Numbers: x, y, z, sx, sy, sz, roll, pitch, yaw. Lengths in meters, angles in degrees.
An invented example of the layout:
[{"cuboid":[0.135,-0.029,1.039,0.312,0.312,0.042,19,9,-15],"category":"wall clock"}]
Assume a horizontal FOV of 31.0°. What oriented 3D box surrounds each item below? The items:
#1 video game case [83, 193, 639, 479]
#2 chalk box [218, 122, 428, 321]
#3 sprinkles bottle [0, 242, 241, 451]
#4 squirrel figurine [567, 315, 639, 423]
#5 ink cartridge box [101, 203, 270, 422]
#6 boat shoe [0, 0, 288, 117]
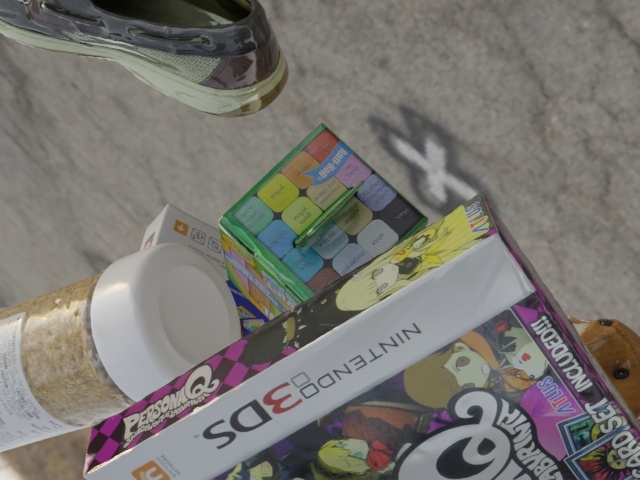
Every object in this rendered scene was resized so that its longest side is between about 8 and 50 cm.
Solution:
[{"cuboid":[0.046,0.122,0.533,0.232,0.210,0.042,53,-165,-25],"category":"video game case"},{"cuboid":[0.000,0.000,1.021,0.132,0.132,0.213,44,164,13],"category":"chalk box"},{"cuboid":[-0.235,0.107,0.956,0.355,0.121,0.121,-20,123,32],"category":"sprinkles bottle"},{"cuboid":[0.281,0.278,1.528,0.281,0.370,0.397,-27,-74,-82],"category":"squirrel figurine"},{"cuboid":[-0.145,0.140,1.301,0.176,0.371,0.069,29,132,-21],"category":"ink cartridge box"},{"cuboid":[-0.118,-0.143,0.652,0.223,0.080,0.073,25,146,18],"category":"boat shoe"}]
